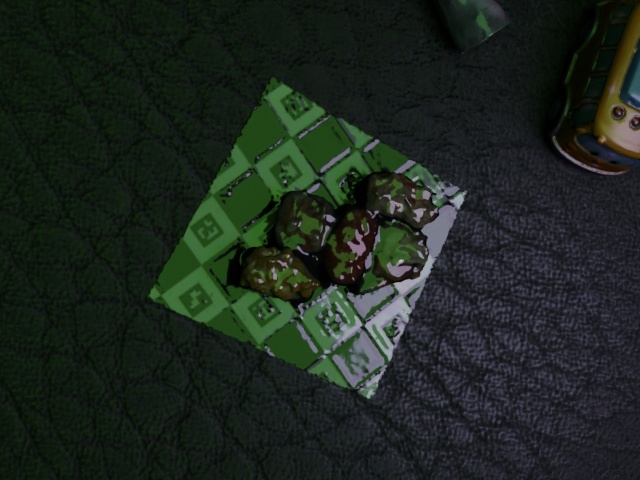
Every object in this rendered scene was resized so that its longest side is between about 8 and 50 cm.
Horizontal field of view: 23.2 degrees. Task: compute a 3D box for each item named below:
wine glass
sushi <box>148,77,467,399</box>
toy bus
[{"bbox_3d":[0.153,-0.300,1.826,0.073,0.073,0.155,-36,99,-13],"label":"wine glass"},{"bbox_3d":[0.000,0.000,1.788,0.292,0.059,0.294,28,83,-13],"label":"sushi"},{"bbox_3d":[0.366,-0.184,1.850,0.126,0.136,0.209,22,84,-14],"label":"toy bus"}]
